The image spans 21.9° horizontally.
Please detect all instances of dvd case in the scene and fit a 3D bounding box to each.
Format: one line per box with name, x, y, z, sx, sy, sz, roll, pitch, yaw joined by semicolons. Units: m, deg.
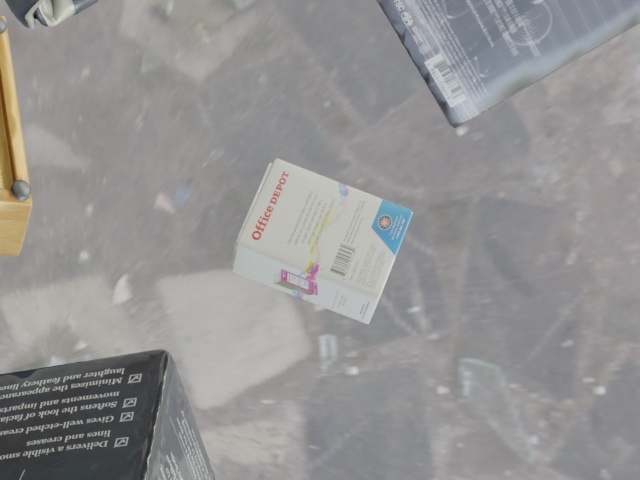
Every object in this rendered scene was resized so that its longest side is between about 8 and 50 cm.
dvd case;0.142;-0.183;1.019;0.221;0.018;0.164;-29;127;8

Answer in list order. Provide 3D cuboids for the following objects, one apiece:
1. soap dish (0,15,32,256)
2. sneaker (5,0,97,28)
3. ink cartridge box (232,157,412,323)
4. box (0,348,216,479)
soap dish;-0.436;-0.134;1.818;0.229;0.118;0.291;7;63;-40
sneaker;-0.179;-0.190;0.869;0.086;0.226;0.163;-39;111;-14
ink cartridge box;0.000;0.000;1.330;0.122;0.052;0.088;22;61;2
box;-0.255;0.306;1.347;0.293;0.395;0.212;-9;124;10
